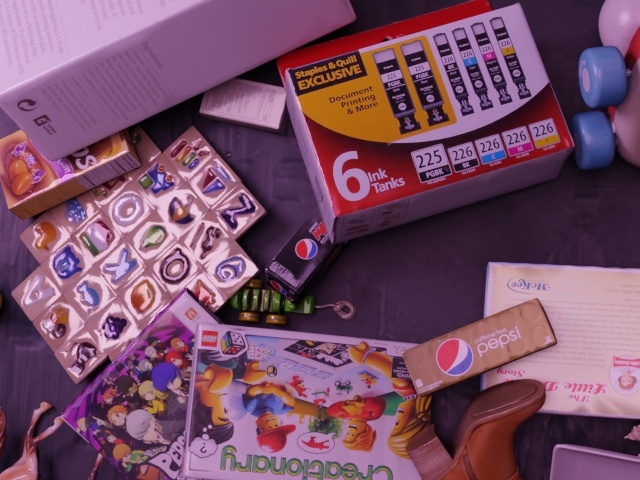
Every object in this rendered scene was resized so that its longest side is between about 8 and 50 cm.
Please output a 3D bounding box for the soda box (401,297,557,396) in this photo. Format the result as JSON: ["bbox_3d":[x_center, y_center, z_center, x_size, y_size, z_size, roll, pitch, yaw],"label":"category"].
[{"bbox_3d":[0.195,0.131,1.695,0.181,0.058,0.061,-23,80,8],"label":"soda box"}]

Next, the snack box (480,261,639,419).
[{"bbox_3d":[0.364,0.128,1.723,0.321,0.060,0.187,3,83,11],"label":"snack box"}]

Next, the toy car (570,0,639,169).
[{"bbox_3d":[0.410,-0.234,1.732,0.219,0.210,0.238,-8,51,-3],"label":"toy car"}]

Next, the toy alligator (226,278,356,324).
[{"bbox_3d":[-0.050,0.081,1.814,0.189,0.051,0.056,4,83,11],"label":"toy alligator"}]

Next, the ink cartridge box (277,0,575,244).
[{"bbox_3d":[0.120,-0.176,1.745,0.309,0.130,0.272,-17,75,-6],"label":"ink cartridge box"}]

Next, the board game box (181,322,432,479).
[{"bbox_3d":[-0.014,0.213,1.740,0.305,0.053,0.193,6,83,-8],"label":"board game box"}]

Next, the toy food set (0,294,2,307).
[{"bbox_3d":[-0.539,0.090,1.878,0.217,0.128,0.071,-29,57,10],"label":"toy food set"}]

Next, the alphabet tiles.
[{"bbox_3d":[-0.247,0.018,1.859,0.342,0.011,0.285,-42,67,2],"label":"alphabet tiles"}]

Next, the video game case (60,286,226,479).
[{"bbox_3d":[-0.179,0.214,1.789,0.232,0.042,0.210,-44,99,2],"label":"video game case"}]

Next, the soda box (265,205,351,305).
[{"bbox_3d":[0.000,0.000,1.791,0.053,0.060,0.169,36,72,14],"label":"soda box"}]

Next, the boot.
[{"bbox_3d":[0.221,0.266,1.701,0.197,0.073,0.152,-31,106,19],"label":"boot"}]

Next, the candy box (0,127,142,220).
[{"bbox_3d":[-0.349,-0.118,1.891,0.186,0.053,0.109,-25,66,5],"label":"candy box"}]

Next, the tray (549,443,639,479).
[{"bbox_3d":[0.411,0.307,1.668,0.270,0.145,0.030,10,43,12],"label":"tray"}]

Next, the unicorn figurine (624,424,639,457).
[{"bbox_3d":[0.453,0.256,1.664,0.161,0.111,0.060,14,53,2],"label":"unicorn figurine"}]

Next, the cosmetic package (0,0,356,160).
[{"bbox_3d":[-0.209,-0.315,1.814,0.453,0.161,0.230,-24,55,7],"label":"cosmetic package"}]

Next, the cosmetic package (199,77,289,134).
[{"bbox_3d":[-0.099,-0.184,1.868,0.115,0.041,0.060,14,84,12],"label":"cosmetic package"}]

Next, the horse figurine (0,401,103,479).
[{"bbox_3d":[-0.351,0.324,1.831,0.263,0.066,0.174,30,82,11],"label":"horse figurine"}]
